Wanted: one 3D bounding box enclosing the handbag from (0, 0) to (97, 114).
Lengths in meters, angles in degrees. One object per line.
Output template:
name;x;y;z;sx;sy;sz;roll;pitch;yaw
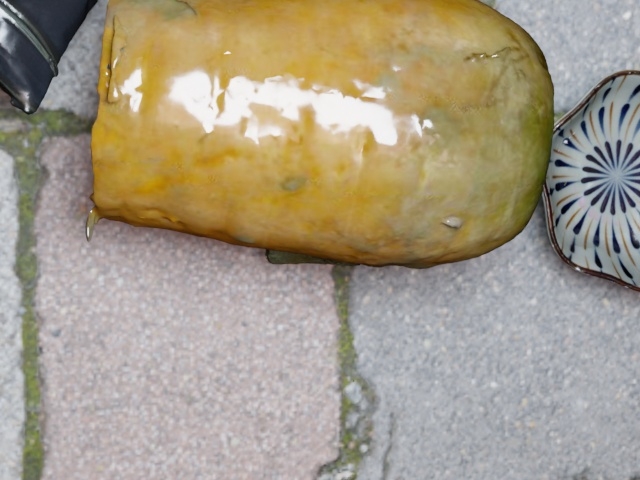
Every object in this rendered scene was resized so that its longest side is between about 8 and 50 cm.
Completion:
handbag;-0.263;-0.240;1.133;0.254;0.089;0.211;37;59;-18

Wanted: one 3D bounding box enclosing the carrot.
carrot;0.000;-0.092;1.166;0.341;0.224;0.224;4;95;-6

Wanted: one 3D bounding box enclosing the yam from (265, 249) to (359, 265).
yam;0.000;0.000;1.263;0.094;0.043;0.043;3;95;-12

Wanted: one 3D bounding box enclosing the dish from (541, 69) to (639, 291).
dish;0.260;-0.052;1.309;0.191;0.066;0.190;-2;96;-15
